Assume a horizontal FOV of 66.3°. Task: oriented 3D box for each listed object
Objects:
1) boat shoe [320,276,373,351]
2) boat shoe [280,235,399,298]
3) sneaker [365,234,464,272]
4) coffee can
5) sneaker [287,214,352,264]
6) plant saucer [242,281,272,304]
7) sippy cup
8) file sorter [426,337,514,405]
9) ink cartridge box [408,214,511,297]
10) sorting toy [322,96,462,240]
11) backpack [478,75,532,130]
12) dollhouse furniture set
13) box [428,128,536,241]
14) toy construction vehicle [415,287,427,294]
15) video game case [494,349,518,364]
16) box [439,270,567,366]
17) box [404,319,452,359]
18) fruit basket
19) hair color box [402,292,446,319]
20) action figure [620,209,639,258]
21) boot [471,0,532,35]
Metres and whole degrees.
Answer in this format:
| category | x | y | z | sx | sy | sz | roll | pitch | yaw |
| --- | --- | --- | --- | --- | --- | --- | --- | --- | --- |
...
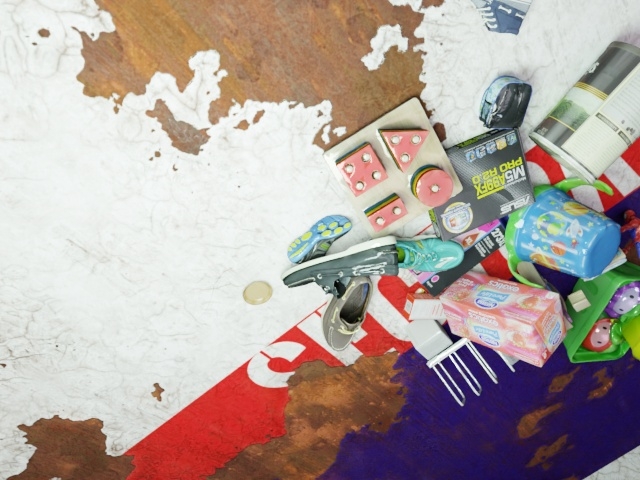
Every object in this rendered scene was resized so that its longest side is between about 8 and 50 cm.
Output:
| category | x | y | z | sx | sy | sz | roll | pitch | yaw |
| --- | --- | --- | --- | --- | --- | --- | --- | --- | --- |
| boat shoe | 0.079 | 0.210 | 1.421 | 0.116 | 0.097 | 0.325 | 2 | 123 | -19 |
| boat shoe | 0.049 | 0.089 | 1.244 | 0.339 | 0.113 | 0.127 | -19 | 171 | 23 |
| sneaker | 0.248 | 0.043 | 1.304 | 0.274 | 0.110 | 0.107 | 0 | 101 | 1 |
| coffee can | 0.685 | -0.304 | 1.194 | 0.201 | 0.202 | 0.275 | 27 | 112 | -31 |
| sneaker | 0.000 | 0.000 | 1.281 | 0.188 | 0.067 | 0.078 | -35 | 148 | 6 |
| plant saucer | -0.173 | 0.141 | 1.344 | 0.083 | 0.015 | 0.084 | -8 | 126 | -12 |
| sippy cup | 0.674 | -0.012 | 1.346 | 0.239 | 0.224 | 0.306 | -10 | 118 | -30 |
| file sorter | 0.517 | 0.384 | 1.589 | 0.277 | 0.173 | 0.193 | -38 | 161 | 10 |
| ink cartridge box | 0.420 | -0.005 | 1.409 | 0.371 | 0.069 | 0.175 | -41 | 126 | 9 |
| sorting toy | 0.179 | -0.156 | 1.152 | 0.255 | 0.089 | 0.257 | -31 | 108 | 6 |
| backpack | 0.438 | -0.332 | 1.168 | 0.104 | 0.084 | 0.115 | -1 | 128 | -16 |
| dollhouse furniture set | 0.795 | 0.110 | 1.466 | 0.303 | 0.287 | 0.198 | -36 | 128 | 22 |
| box | 0.398 | -0.148 | 1.261 | 0.269 | 0.060 | 0.217 | -22 | 108 | -2 |
| toy construction vehicle | 0.322 | 0.196 | 1.529 | 0.086 | 0.035 | 0.098 | -45 | 125 | 14 |
| video game case | 0.720 | 0.361 | 1.782 | 0.173 | 0.022 | 0.190 | -43 | 125 | 14 |
| box | 0.510 | 0.212 | 1.386 | 0.142 | 0.299 | 0.154 | -38 | 120 | -25 |
| box | 0.345 | 0.304 | 1.570 | 0.102 | 0.101 | 0.087 | -38 | 126 | 10 |
| fruit basket | 1.018 | 0.283 | 1.611 | 0.282 | 0.392 | 0.393 | 1 | 123 | -19 |
| hair color box | 0.326 | 0.201 | 1.491 | 0.141 | 0.043 | 0.072 | 4 | 110 | -23 |
| action figure | 0.964 | 0.042 | 1.519 | 0.091 | 0.281 | 0.139 | 17 | 149 | -34 |
| boot | 0.363 | -0.491 | 1.043 | 0.189 | 0.069 | 0.086 | 0 | 121 | -20 |
